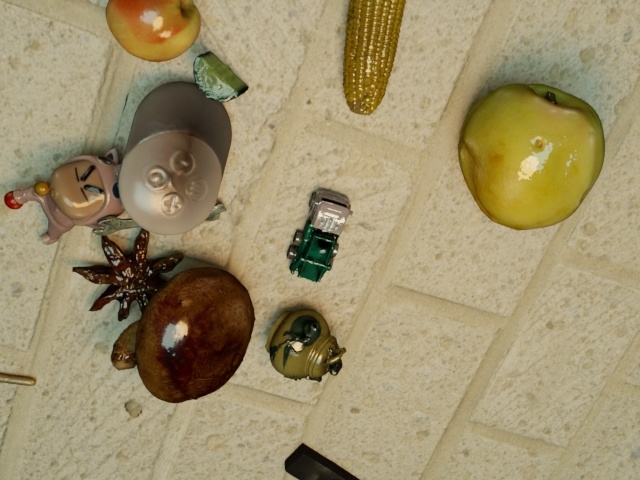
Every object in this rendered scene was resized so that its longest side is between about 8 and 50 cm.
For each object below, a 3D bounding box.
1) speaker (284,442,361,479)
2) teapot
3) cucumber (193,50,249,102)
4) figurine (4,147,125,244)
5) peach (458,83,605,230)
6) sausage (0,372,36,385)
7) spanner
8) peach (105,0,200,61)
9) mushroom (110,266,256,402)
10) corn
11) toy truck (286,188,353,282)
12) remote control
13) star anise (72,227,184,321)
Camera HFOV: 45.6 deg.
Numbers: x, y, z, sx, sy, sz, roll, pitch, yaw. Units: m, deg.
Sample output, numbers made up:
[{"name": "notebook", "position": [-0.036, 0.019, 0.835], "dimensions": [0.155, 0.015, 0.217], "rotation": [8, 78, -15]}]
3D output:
[{"name": "speaker", "position": [0.010, 0.645, 2.082], "dimensions": [0.218, 0.044, 0.082], "rotation": [38, 106, -18]}, {"name": "teapot", "position": [-0.025, 0.270, 1.839], "dimensions": [0.182, 0.173, 0.269], "rotation": [26, 145, 23]}, {"name": "cucumber", "position": [-0.218, -0.337, 1.608], "dimensions": [0.116, 0.115, 0.062], "rotation": [42, 105, -9]}, {"name": "figurine", "position": [-0.545, -0.083, 1.665], "dimensions": [0.287, 0.186, 0.176], "rotation": [-17, 90, 21]}, {"name": "peach", "position": [0.451, -0.178, 1.624], "dimensions": [0.281, 0.314, 0.316], "rotation": [-11, 117, -16]}, {"name": "sausage", "position": [-0.783, 0.348, 1.911], "dimensions": [0.132, 0.024, 0.024], "rotation": [9, 113, -7]}, {"name": "spanner", "position": [-0.355, -0.046, 1.700], "dimensions": [0.302, 0.017, 0.071], "rotation": [-9, 151, -28]}, {"name": "peach", "position": [-0.336, -0.447, 1.519], "dimensions": [0.184, 0.184, 0.184], "rotation": [-1, 114, -3]}, {"name": "mushroom", "position": [-0.283, 0.220, 1.742], "dimensions": [0.345, 0.345, 0.239], "rotation": [-41, 80, 13]}, {"name": "corn", "position": [0.107, -0.422, 1.589], "dimensions": [0.119, 0.119, 0.322], "rotation": [5, 118, -6]}, {"name": "toy truck", "position": [0.000, 0.000, 1.761], "dimensions": [0.110, 0.116, 0.216], "rotation": [17, 111, -11]}, {"name": "remote control", "position": [-0.308, -0.175, 1.629], "dimensions": [0.221, 0.103, 0.332], "rotation": [14, 88, -31]}, {"name": "star anise", "position": [-0.443, 0.099, 1.793], "dimensions": [0.288, 0.088, 0.288], "rotation": [-1, 116, -2]}]
